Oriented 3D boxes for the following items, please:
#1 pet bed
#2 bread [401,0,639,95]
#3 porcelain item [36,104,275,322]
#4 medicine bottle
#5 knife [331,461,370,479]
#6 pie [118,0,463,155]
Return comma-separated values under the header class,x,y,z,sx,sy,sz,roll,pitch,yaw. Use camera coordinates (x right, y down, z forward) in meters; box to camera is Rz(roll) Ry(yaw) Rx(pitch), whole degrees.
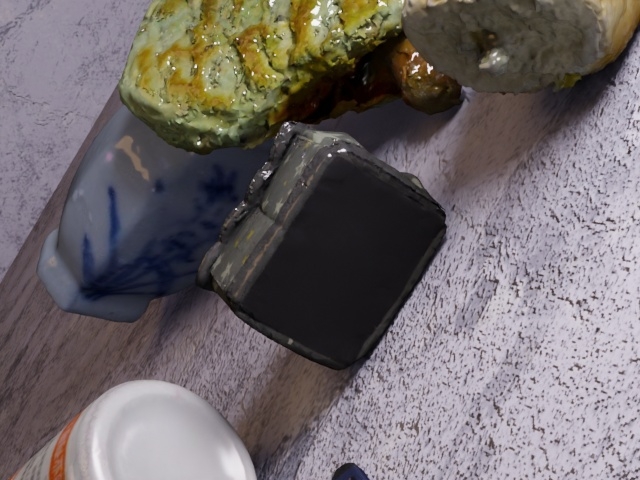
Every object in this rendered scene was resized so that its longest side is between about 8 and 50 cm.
class,x,y,z,sx,sy,sz,roll,pitch,yaw
pet bed,0.000,0.000,1.383,0.211,0.183,0.159,-59,27,5
bread,0.198,-0.236,1.269,0.195,0.176,0.246,-17,41,43
porcelain item,-0.207,-0.063,1.849,0.405,0.242,0.178,-44,49,32
medicine bottle,-0.248,0.317,1.453,0.371,0.211,0.211,-41,27,37
knife,0.037,0.227,1.205,0.031,0.018,0.121,-50,22,3
pie,-0.029,-0.281,1.618,0.418,0.180,0.395,-7,48,21
